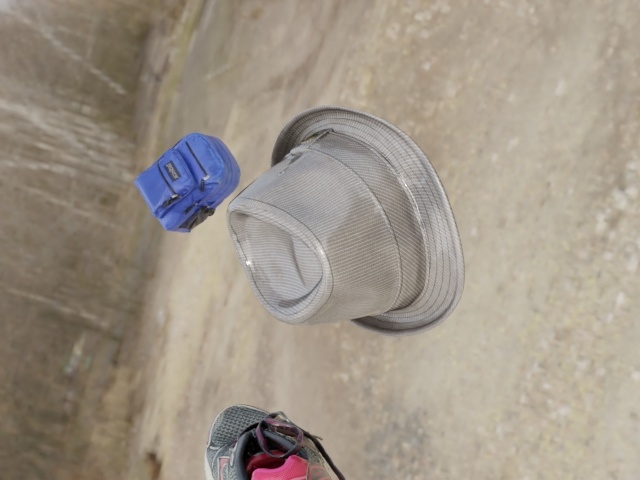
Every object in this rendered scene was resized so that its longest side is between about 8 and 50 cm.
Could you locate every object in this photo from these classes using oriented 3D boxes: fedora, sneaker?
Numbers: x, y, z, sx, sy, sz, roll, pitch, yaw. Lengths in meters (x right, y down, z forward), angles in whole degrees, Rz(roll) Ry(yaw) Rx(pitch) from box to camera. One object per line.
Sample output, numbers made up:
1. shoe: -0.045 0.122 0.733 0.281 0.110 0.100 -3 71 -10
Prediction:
1. fedora: 0.000 0.000 1.158 0.275 0.124 0.244 13 123 55
2. sneaker: -0.045 0.211 1.138 0.112 0.120 0.299 71 166 -16

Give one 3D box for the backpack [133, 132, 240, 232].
1. backpack: -0.167 -0.077 1.533 0.120 0.098 0.101 -36 -12 14
